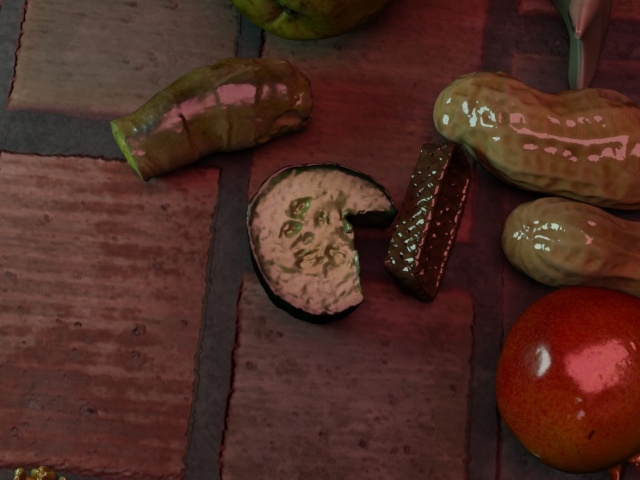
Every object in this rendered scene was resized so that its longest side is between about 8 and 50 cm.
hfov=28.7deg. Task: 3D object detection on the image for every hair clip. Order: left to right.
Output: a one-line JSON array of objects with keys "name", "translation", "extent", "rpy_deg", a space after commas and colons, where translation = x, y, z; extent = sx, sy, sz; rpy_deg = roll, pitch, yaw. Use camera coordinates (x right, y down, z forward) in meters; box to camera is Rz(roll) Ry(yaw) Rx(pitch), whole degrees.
[{"name": "hair clip", "translation": [0.333, -0.344, 1.641], "extent": [0.113, 0.172, 0.282], "rpy_deg": [-20, 61, 2]}]

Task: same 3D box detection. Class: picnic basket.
[{"name": "picnic basket", "translation": [0.133, -0.025, 1.558], "extent": [0.054, 0.110, 0.193], "rpy_deg": [12, 71, 25]}]

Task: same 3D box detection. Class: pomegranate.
[{"name": "pomegranate", "translation": [0.322, 0.176, 1.440], "extent": [0.221, 0.221, 0.257], "rpy_deg": [-32, 82, -10]}]

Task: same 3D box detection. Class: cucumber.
[{"name": "cucumber", "translation": [-0.010, 0.001, 1.539], "extent": [0.191, 0.130, 0.191], "rpy_deg": [0, 76, 1]}]

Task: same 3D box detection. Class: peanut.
[{"name": "peanut", "translation": [0.300, -0.129, 1.572], "extent": [0.325, 0.140, 0.153], "rpy_deg": [20, 87, 8]}, {"name": "peanut", "translation": [0.359, 0.012, 1.531], "extent": [0.274, 0.125, 0.111], "rpy_deg": [10, 80, 5]}]

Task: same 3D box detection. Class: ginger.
[{"name": "ginger", "translation": [-0.139, -0.163, 1.603], "extent": [0.263, 0.116, 0.109], "rpy_deg": [-21, 33, -2]}]

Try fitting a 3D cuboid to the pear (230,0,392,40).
[{"name": "pear", "translation": [-0.010, -0.405, 1.592], "extent": [0.303, 0.304, 0.304], "rpy_deg": [0, 72, 0]}]

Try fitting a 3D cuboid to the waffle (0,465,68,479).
[{"name": "waffle", "translation": [-0.343, 0.356, 1.466], "extent": [0.191, 0.038, 0.191], "rpy_deg": [0, 72, 1]}]
